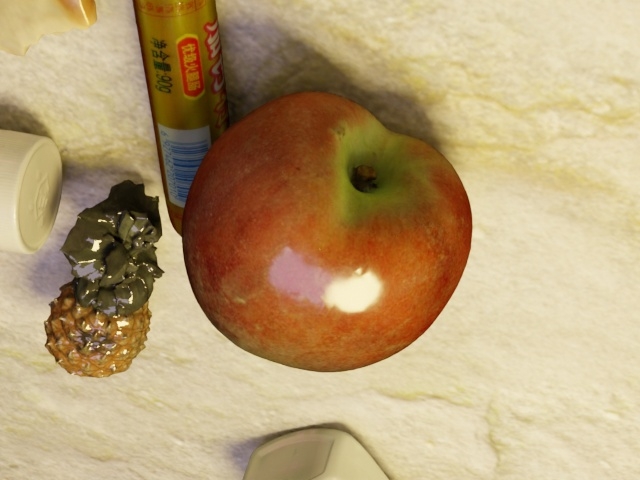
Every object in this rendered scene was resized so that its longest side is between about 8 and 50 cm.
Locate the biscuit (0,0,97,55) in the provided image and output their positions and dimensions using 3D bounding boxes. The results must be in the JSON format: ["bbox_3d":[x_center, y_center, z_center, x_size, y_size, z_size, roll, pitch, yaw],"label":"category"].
[{"bbox_3d":[-0.361,-0.240,1.252,0.309,0.040,0.204,-10,129,26],"label":"biscuit"}]

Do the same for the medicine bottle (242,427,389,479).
[{"bbox_3d":[0.038,0.351,1.631,0.161,0.111,0.296,-14,127,30],"label":"medicine bottle"}]

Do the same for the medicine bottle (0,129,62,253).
[{"bbox_3d":[-0.381,-0.060,1.365,0.236,0.139,0.139,10,135,9],"label":"medicine bottle"}]

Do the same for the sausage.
[{"bbox_3d":[-0.118,-0.114,1.263,0.082,0.082,0.372,8,135,12],"label":"sausage"}]

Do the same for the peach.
[{"bbox_3d":[0.000,0.000,1.223,0.252,0.252,0.252,10,135,10],"label":"peach"}]

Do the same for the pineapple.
[{"bbox_3d":[-0.213,0.041,1.416,0.111,0.119,0.237,12,135,-10],"label":"pineapple"}]
